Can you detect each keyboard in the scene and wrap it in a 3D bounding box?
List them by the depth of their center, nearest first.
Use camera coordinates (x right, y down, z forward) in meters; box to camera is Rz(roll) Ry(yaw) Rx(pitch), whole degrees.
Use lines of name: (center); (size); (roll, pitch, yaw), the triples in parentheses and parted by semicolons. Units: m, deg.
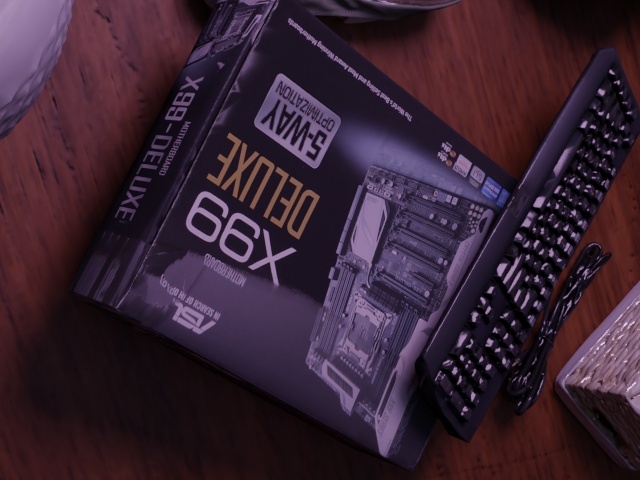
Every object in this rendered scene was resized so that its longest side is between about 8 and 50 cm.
keyboard: (0.181, 0.021, 1.141); (0.317, 0.033, 0.201); (-58, 147, -18)

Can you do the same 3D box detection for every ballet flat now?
ballet flat: (0.009, -0.197, 1.094); (0.213, 0.068, 0.072); (0, 61, -24)

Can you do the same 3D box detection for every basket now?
basket: (0.302, 0.107, 1.209); (0.167, 0.103, 0.113); (-45, 107, -14)

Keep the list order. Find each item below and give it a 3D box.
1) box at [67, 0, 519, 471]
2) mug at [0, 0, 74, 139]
box: (0.000, 0.000, 1.047); (0.307, 0.076, 0.242); (35, 77, -37)
mug: (-0.318, -0.130, 0.814); (0.374, 0.328, 0.276); (-33, 104, -18)
